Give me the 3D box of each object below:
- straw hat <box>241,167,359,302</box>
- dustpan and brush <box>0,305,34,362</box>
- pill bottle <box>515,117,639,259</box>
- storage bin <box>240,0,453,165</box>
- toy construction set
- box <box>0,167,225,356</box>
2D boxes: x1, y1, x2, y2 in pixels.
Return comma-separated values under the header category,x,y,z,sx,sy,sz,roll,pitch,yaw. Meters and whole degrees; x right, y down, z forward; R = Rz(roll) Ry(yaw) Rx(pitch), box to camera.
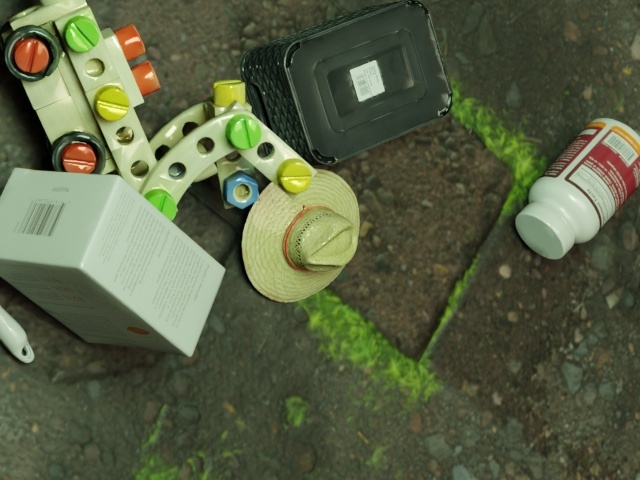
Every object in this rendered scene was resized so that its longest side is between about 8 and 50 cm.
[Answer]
category,x,y,z,sx,sy,sz,roll,pitch,yaw
straw hat,0.000,0.000,1.858,0.144,0.061,0.144,-14,112,-36
dustpan and brush,-0.308,0.024,1.684,0.211,0.060,0.147,51,52,-16
pill bottle,0.276,-0.053,2.042,0.152,0.086,0.086,-45,113,-24
storage bin,0.027,-0.153,1.880,0.180,0.084,0.122,-24,103,-32
toy construction set,-0.160,-0.154,1.717,0.215,0.151,0.327,-24,96,-6
box,-0.189,0.019,1.680,0.170,0.130,0.091,44,59,-47
